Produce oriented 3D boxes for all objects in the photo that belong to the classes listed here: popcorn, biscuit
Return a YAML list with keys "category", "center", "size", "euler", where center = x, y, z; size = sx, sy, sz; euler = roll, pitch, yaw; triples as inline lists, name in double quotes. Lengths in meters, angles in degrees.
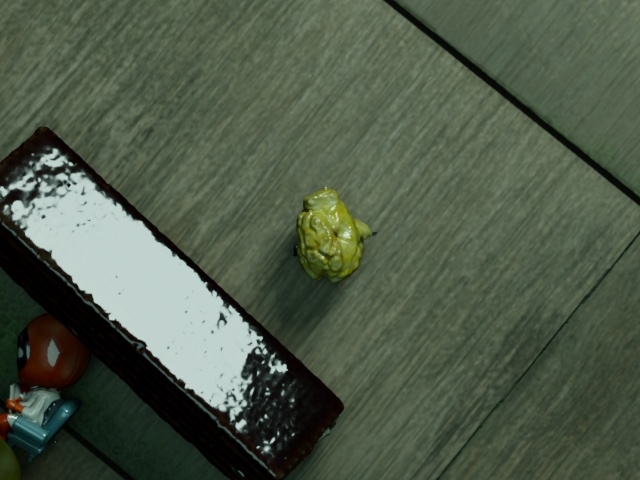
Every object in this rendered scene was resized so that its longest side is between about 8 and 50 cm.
- category: "popcorn"
  center: [0.000, 0.000, 1.468]
  size: [0.084, 0.084, 0.084]
  euler: [0, 90, 2]
- category: "biscuit"
  center: [-0.154, 0.062, 1.448]
  size: [0.388, 0.073, 0.107]
  euler: [42, 57, 2]

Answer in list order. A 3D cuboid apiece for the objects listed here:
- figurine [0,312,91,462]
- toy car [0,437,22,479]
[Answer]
- category: "figurine"
  center: [-0.249, 0.127, 1.475]
  size: [0.075, 0.068, 0.140]
  euler: [24, 93, 5]
- category: "toy car"
  center: [-0.310, 0.279, 1.427]
  size: [0.204, 0.198, 0.247]
  euler: [-2, 91, 45]
